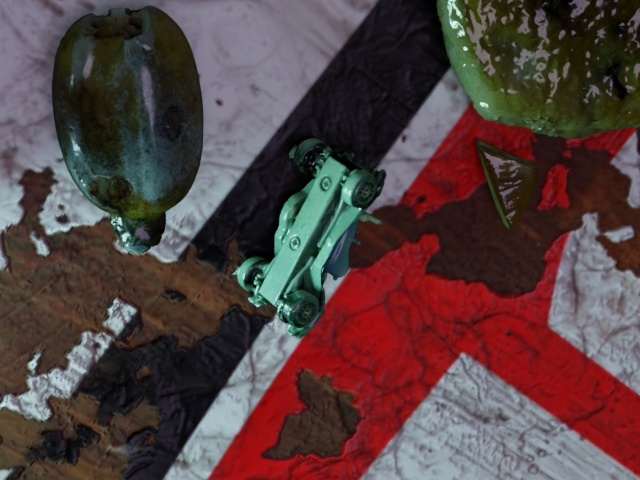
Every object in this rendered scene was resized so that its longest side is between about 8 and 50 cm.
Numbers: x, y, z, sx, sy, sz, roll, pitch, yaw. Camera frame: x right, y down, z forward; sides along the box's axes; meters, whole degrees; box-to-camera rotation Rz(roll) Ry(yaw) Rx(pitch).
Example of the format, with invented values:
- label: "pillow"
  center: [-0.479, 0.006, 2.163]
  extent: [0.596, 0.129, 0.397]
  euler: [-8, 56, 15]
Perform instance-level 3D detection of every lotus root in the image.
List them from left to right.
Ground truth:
- label: "lotus root"
  center: [-0.145, -0.083, 1.148]
  extent: [0.113, 0.088, 0.192]
  euler: [-3, 112, 2]

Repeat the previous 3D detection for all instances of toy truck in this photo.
- label: "toy truck"
  center: [0.001, -0.001, 1.235]
  extent: [0.078, 0.080, 0.154]
  euler: [12, 108, -48]

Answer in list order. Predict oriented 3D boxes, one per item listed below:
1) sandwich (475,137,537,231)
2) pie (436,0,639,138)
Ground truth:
- label: "sandwich"
  center: [0.163, -0.054, 1.279]
  extent: [0.044, 0.031, 0.083]
  euler: [-22, 114, -5]
- label: "pie"
  center: [0.238, -0.227, 1.218]
  extent: [0.323, 0.070, 0.323]
  euler: [-5, 109, -15]
